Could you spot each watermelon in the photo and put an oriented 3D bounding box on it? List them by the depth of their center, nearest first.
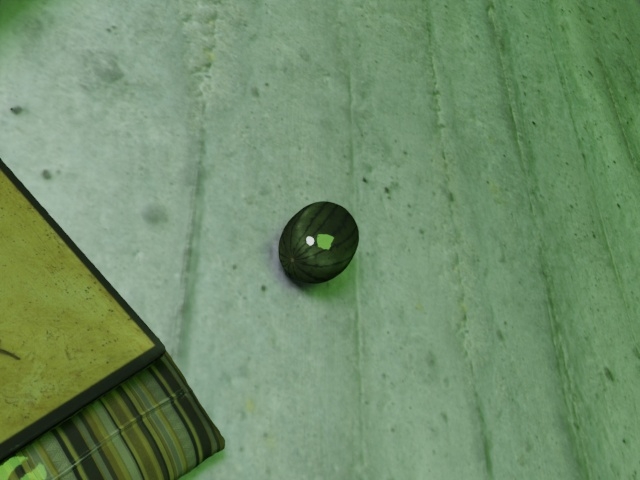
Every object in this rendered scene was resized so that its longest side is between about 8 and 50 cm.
[{"bbox_3d":[0.000,0.000,0.817,0.078,0.078,0.110,46,39,-7],"label":"watermelon"}]

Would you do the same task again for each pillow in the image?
[{"bbox_3d":[-0.163,0.154,0.573,0.203,0.038,0.113,-29,83,-51],"label":"pillow"}]

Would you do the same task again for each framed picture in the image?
[{"bbox_3d":[-0.297,0.056,0.506,0.255,0.014,0.339,47,38,9],"label":"framed picture"}]
